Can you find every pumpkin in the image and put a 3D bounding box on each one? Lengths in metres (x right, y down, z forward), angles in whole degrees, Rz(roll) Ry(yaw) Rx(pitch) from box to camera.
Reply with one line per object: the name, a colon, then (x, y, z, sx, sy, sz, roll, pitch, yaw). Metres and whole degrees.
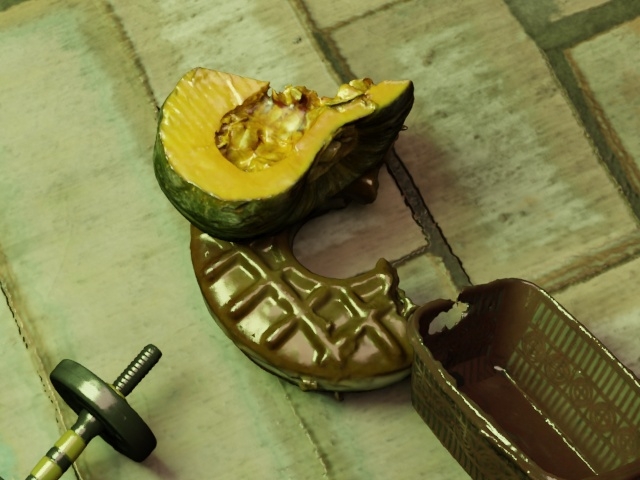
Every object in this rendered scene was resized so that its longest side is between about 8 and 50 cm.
pumpkin: (-0.057, -0.125, 1.683, 0.280, 0.139, 0.190, -38, 71, -18)

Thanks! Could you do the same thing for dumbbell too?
dumbbell: (-0.285, 0.238, 1.633, 0.143, 0.143, 0.325, 36, 71, 15)

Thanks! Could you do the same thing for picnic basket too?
picnic basket: (0.222, 0.189, 1.614, 0.222, 0.129, 0.297, -14, 46, -34)

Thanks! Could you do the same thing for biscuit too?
biscuit: (-0.017, 0.010, 1.758, 0.268, 0.115, 0.366, -4, 64, -2)

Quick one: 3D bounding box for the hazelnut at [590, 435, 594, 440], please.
hazelnut: (0.333, 0.211, 1.691, 0.086, 0.086, 0.086, 0, 65, 0)
